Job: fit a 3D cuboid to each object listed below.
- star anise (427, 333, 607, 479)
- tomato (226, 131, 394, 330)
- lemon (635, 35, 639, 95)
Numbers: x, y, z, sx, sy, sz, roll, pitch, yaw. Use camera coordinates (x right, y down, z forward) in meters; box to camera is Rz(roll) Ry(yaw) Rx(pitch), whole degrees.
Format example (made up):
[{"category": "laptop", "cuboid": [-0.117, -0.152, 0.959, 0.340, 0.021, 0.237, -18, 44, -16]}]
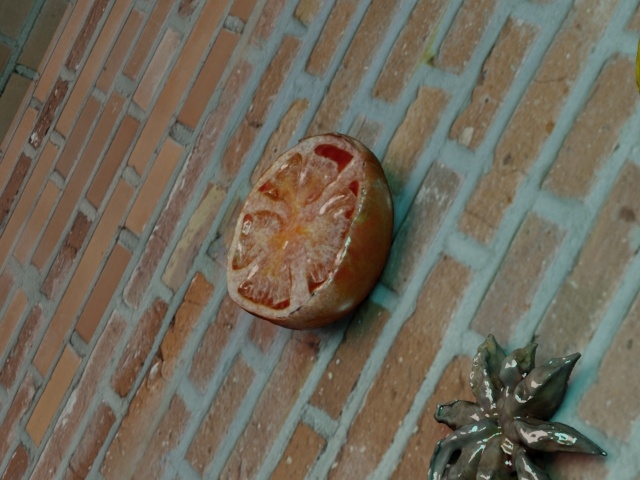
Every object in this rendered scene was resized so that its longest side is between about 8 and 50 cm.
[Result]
[{"category": "star anise", "cuboid": [0.162, 0.161, 1.046, 0.182, 0.065, 0.195, -39, 39, 32]}, {"category": "tomato", "cuboid": [0.000, 0.000, 1.328, 0.236, 0.095, 0.237, -31, 45, 37]}, {"category": "lemon", "cuboid": [0.352, -0.125, 0.782, 0.293, 0.293, 0.293, -30, 49, 41]}]
